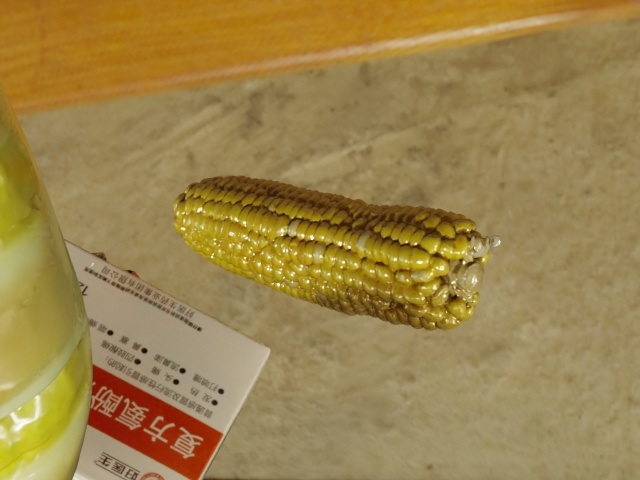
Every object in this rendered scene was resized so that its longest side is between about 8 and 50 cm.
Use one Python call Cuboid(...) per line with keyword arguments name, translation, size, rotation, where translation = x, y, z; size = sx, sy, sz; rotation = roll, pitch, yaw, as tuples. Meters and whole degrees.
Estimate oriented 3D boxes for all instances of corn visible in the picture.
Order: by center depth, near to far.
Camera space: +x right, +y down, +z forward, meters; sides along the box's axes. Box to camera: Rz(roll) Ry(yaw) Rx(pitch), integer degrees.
Cuboid(name="corn", translation=(0.001, 0.005, 0.988), size=(0.313, 0.102, 0.102), rotation=(13, 72, 39))

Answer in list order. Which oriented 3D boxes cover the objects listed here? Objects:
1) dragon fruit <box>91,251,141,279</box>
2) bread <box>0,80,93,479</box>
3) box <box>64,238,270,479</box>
Cuboid(name="dragon fruit", translation=(-0.249, 0.086, 1.302), size=(0.133, 0.166, 0.136), rotation=(-6, 65, -21))
Cuboid(name="bread", translation=(-0.211, -0.018, 0.368), size=(0.333, 0.333, 0.160), rotation=(37, 50, 24))
Cuboid(name="box", translation=(-0.252, 0.118, 1.143), size=(0.353, 0.069, 0.214), rotation=(27, 55, 4))
